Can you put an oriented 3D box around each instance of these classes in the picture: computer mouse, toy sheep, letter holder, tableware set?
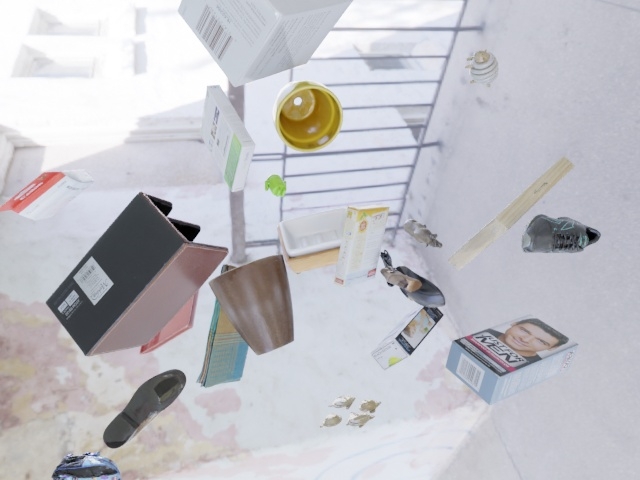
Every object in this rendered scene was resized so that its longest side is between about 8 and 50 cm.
[{"bbox_3d":[0.274,0.154,1.504,0.262,0.060,0.184,39,161,39],"label":"computer mouse"},{"bbox_3d":[0.479,-0.503,1.436,0.132,0.091,0.091,44,-158,-49],"label":"toy sheep"},{"bbox_3d":[-0.370,0.074,1.035,0.152,0.302,0.214,44,-173,16],"label":"letter holder"},{"bbox_3d":[0.084,0.474,1.352,0.169,0.141,0.020,-9,102,33],"label":"tableware set"}]

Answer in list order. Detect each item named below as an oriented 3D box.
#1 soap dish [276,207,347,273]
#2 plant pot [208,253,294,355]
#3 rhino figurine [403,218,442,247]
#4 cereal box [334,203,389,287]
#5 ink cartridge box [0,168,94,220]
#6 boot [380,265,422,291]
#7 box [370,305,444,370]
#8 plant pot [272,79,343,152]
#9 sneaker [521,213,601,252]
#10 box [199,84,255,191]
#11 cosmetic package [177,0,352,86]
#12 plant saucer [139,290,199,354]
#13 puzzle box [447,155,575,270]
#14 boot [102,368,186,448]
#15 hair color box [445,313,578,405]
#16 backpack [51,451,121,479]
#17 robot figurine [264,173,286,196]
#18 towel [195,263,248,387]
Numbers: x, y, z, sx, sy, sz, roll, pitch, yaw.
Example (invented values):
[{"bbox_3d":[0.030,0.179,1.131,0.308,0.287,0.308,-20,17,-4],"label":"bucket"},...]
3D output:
[{"bbox_3d":[0.000,0.000,1.794,0.229,0.291,0.118,-111,10,-53],"label":"soap dish"},{"bbox_3d":[-0.161,0.183,1.321,0.215,0.215,0.230,135,114,-72],"label":"plant pot"},{"bbox_3d":[0.439,-0.021,2.082,0.073,0.106,0.243,-62,32,15],"label":"rhino figurine"},{"bbox_3d":[0.125,0.012,1.471,0.047,0.173,0.240,22,109,35],"label":"cereal box"},{"bbox_3d":[-0.787,-0.127,1.412,0.066,0.189,0.232,52,-174,-12],"label":"ink cartridge box"},{"bbox_3d":[0.223,0.103,1.365,0.087,0.118,0.042,40,107,35],"label":"boot"},{"bbox_3d":[0.335,0.361,1.879,0.087,0.290,0.169,50,135,7],"label":"box"},{"bbox_3d":[-0.067,-0.497,1.859,0.239,0.254,0.254,-115,24,-53],"label":"plant pot"},{"bbox_3d":[0.621,-0.015,1.263,0.106,0.267,0.101,23,116,49],"label":"sneaker"},{"bbox_3d":[-0.346,-0.371,1.778,0.322,0.059,0.232,60,147,25],"label":"box"},{"bbox_3d":[-0.179,-0.773,1.605,0.329,0.394,0.327,52,138,0],"label":"cosmetic package"},{"bbox_3d":[-0.553,0.283,1.836,0.048,0.258,0.259,44,-156,-34],"label":"plant saucer"},{"bbox_3d":[0.588,-0.082,1.514,0.052,0.409,0.272,48,151,11],"label":"puzzle box"},{"bbox_3d":[-0.565,0.544,1.604,0.112,0.305,0.115,43,164,13],"label":"boot"},{"bbox_3d":[0.596,0.358,1.517,0.185,0.375,0.113,39,129,49],"label":"hair color box"},{"bbox_3d":[-0.645,0.680,1.379,0.117,0.173,0.158,-144,50,-78],"label":"backpack"},{"bbox_3d":[-0.184,-0.231,2.038,0.115,0.101,0.067,58,139,35],"label":"robot figurine"},{"bbox_3d":[-0.284,0.273,1.570,0.271,0.040,0.370,35,-116,-70],"label":"towel"}]
